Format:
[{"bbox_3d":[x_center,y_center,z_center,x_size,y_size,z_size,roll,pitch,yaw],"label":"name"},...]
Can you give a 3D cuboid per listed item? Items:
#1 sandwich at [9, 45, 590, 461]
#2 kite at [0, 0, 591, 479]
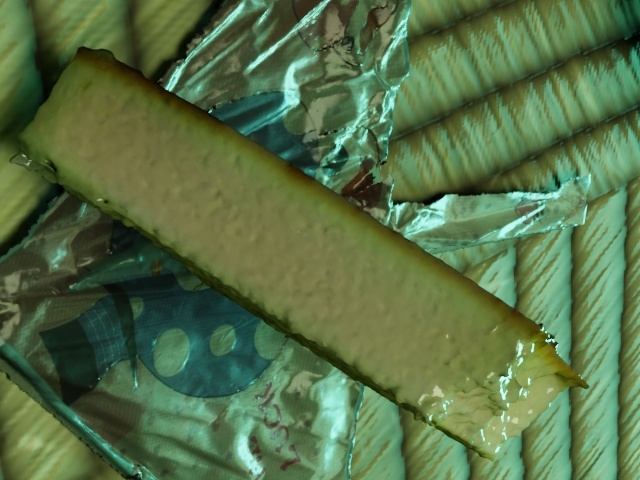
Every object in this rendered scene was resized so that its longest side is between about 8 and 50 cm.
[{"bbox_3d":[0.006,0.015,0.615,0.193,0.162,0.058,37,84,-46],"label":"sandwich"},{"bbox_3d":[0.001,0.000,0.733,0.368,0.014,0.406,-10,114,-42],"label":"kite"}]
